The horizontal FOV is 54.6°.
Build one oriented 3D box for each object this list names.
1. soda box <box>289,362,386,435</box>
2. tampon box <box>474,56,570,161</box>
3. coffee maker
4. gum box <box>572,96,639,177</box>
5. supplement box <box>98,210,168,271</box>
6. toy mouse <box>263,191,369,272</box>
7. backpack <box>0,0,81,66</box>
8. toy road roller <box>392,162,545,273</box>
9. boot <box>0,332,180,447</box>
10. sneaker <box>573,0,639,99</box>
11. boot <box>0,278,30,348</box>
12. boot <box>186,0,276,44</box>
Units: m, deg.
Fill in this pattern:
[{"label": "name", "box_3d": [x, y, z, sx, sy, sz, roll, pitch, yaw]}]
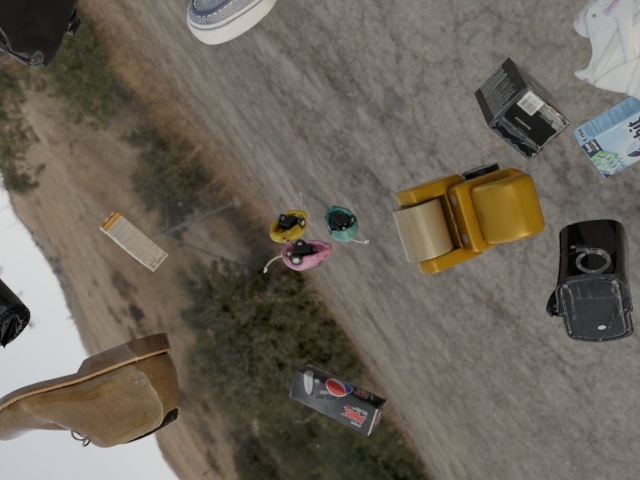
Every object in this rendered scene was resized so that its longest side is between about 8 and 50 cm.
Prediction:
[{"label": "soda box", "box_3d": [0.030, 0.289, 1.138, 0.169, 0.060, 0.053, 20, -167, 22]}, {"label": "tampon box", "box_3d": [0.386, -0.257, 1.199, 0.120, 0.101, 0.161, 32, -149, -19]}, {"label": "coffee maker", "box_3d": [0.430, 0.041, 0.963, 0.120, 0.178, 0.171, 13, 127, 14]}, {"label": "gum box", "box_3d": [0.578, -0.203, 1.134, 0.157, 0.184, 0.041, 26, -139, -47]}, {"label": "supplement box", "box_3d": [-0.285, 0.001, 0.944, 0.098, 0.036, 0.062, 44, 166, -22]}, {"label": "toy mouse", "box_3d": [0.000, 0.000, 0.781, 0.143, 0.161, 0.031, 9, 130, 28]}, {"label": "backpack", "box_3d": [-0.545, -0.457, 0.940, 0.356, 0.290, 0.273, 26, -175, 33]}, {"label": "toy road roller", "box_3d": [0.357, -0.060, 1.437, 0.240, 0.330, 0.202, -178, 69, -73]}, {"label": "boot", "box_3d": [-0.309, 0.221, 0.789, 0.112, 0.305, 0.115, -1, -111, -67]}, {"label": "sneaker", "box_3d": [0.464, -0.364, 0.921, 0.152, 0.114, 0.305, 20, 126, 25]}, {"label": "boot", "box_3d": [-0.570, 0.110, 0.893, 0.207, 0.247, 0.094, 42, 151, 33]}, {"label": "boot", "box_3d": [-0.050, -0.248, 0.479, 0.069, 0.190, 0.086, 34, 173, 27]}]
